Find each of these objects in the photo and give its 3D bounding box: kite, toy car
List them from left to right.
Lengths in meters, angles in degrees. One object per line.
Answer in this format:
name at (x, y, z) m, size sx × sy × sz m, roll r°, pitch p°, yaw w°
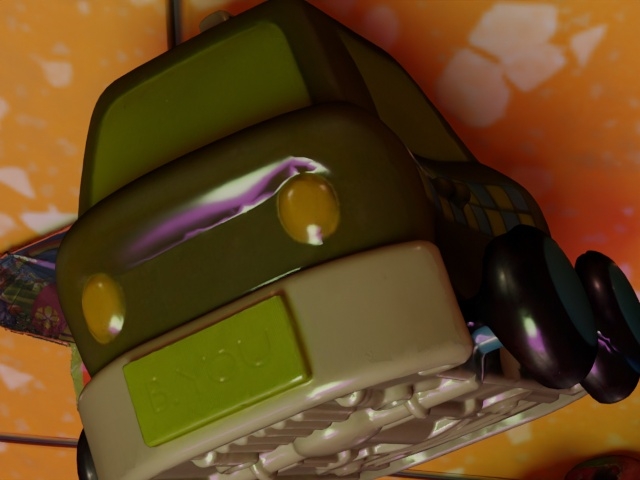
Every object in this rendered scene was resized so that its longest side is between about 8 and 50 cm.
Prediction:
kite at (-0.120, 0.040, 0.739) m, size 0.190 × 0.010 × 0.159 m, roll 16°, pitch 133°, yaw -4°
toy car at (0.000, 0.000, 0.578) m, size 0.204 × 0.198 × 0.248 m, roll -25°, pitch 162°, yaw 21°

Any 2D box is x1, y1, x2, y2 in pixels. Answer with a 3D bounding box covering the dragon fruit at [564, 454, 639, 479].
dragon fruit at (0.171, 0.195, 0.722) m, size 0.273 × 0.198 × 0.218 m, roll -39°, pitch 164°, yaw 11°
